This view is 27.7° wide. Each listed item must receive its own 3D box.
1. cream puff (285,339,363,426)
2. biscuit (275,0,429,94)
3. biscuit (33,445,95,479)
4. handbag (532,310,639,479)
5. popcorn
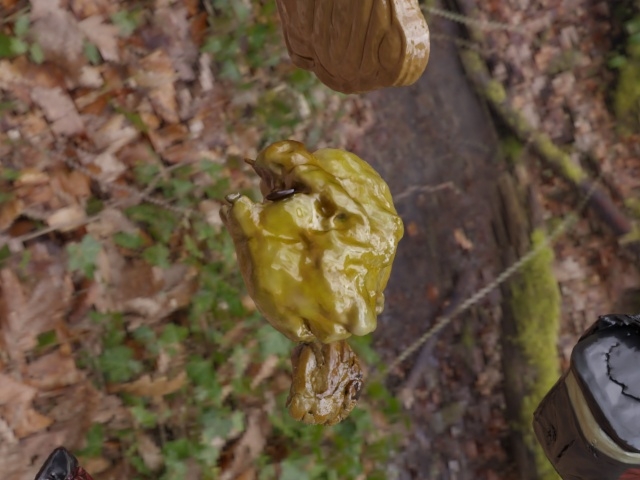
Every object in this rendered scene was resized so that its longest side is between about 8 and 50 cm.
[{"bbox_3d":[0.006,0.189,1.738,0.133,0.104,0.119,68,18,-67],"label":"cream puff"},{"bbox_3d":[0.026,-0.336,1.624,0.057,0.351,0.312,-12,122,-26],"label":"biscuit"},{"bbox_3d":[-0.223,0.337,1.367,0.235,0.063,0.151,48,14,-11],"label":"biscuit"},{"bbox_3d":[0.364,0.163,1.369,0.254,0.181,0.181,-22,64,-21],"label":"handbag"},{"bbox_3d":[-0.001,-0.002,1.461,0.254,0.190,0.191,64,4,12],"label":"popcorn"}]
